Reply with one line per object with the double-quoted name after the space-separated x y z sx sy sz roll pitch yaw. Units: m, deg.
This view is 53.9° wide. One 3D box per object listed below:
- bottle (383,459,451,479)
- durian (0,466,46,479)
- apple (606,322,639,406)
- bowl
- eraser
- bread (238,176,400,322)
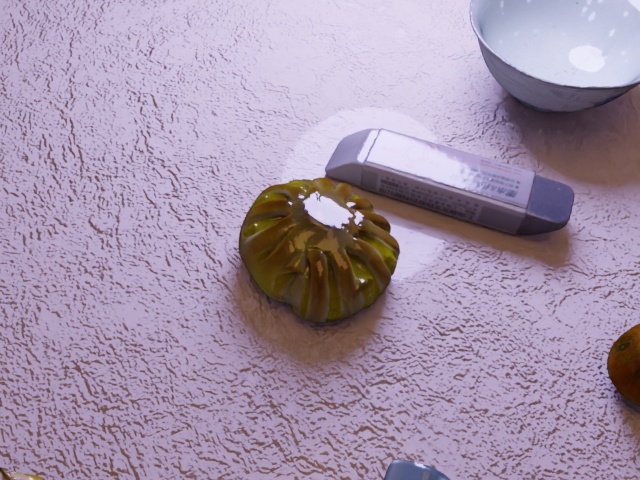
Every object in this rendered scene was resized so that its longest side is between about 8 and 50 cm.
0.055 0.351 0.579 0.082 0.082 0.286 20 56 12 "bottle"
-0.278 0.322 0.553 0.195 0.185 0.305 -15 58 -36 "durian"
0.396 0.139 0.732 0.114 0.102 0.099 0 56 -1 "apple"
0.382 -0.297 1.017 0.313 0.146 0.313 1 53 -1 "bowl"
0.182 -0.088 0.912 0.351 0.061 0.089 19 55 11 "eraser"
0.000 0.000 0.818 0.213 0.105 0.213 2 51 -2 "bread"
